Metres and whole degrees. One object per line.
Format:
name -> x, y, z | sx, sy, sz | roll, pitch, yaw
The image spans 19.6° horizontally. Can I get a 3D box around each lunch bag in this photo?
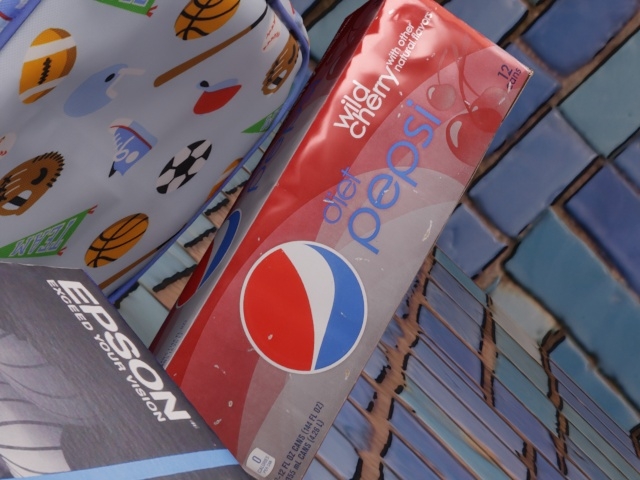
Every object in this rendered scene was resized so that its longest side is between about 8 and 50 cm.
lunch bag -> -0.137, -0.066, 0.855 | 0.115, 0.243, 0.303 | 45, 4, 19

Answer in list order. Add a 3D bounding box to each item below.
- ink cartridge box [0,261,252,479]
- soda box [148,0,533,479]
ink cartridge box -> -0.086, 0.079, 0.492 | 0.165, 0.065, 0.333 | 50, 14, 17
soda box -> 0.000, 0.000, 0.950 | 0.092, 0.263, 0.083 | 34, -17, -11
